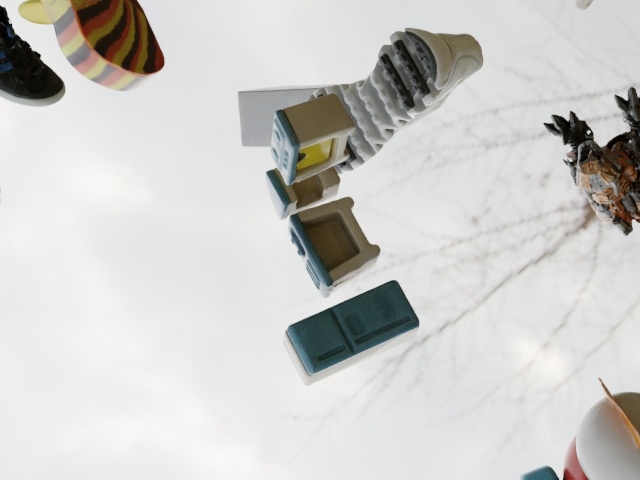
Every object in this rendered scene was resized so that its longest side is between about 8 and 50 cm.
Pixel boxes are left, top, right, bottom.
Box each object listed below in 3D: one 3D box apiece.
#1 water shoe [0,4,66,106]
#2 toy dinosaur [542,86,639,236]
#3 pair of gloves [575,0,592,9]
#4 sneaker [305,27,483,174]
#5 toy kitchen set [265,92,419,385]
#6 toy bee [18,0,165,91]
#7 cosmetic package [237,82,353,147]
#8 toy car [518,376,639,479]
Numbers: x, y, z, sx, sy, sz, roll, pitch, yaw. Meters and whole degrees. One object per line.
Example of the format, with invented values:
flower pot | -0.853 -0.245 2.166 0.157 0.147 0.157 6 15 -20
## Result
water shoe | -0.387 -0.233 1.624 0.203 0.080 0.073 32 -134 -11
toy dinosaur | 0.448 -0.099 2.126 0.322 0.164 0.218 69 -169 -70
pair of gloves | 0.412 -0.420 1.737 0.042 0.204 0.240 38 -111 1
sneaker | 0.080 -0.164 1.645 0.118 0.292 0.110 -21 -95 -41
toy kitchen set | 0.000 0.000 1.276 0.122 0.166 0.207 -24 -109 -15
toy bee | -0.282 -0.298 1.471 0.162 0.195 0.298 -10 -121 -37
cosmetic package | -0.017 -0.202 2.214 0.127 0.107 0.238 -12 -167 -39
toy car | 0.325 0.223 1.460 0.210 0.219 0.238 -114 3 -55
